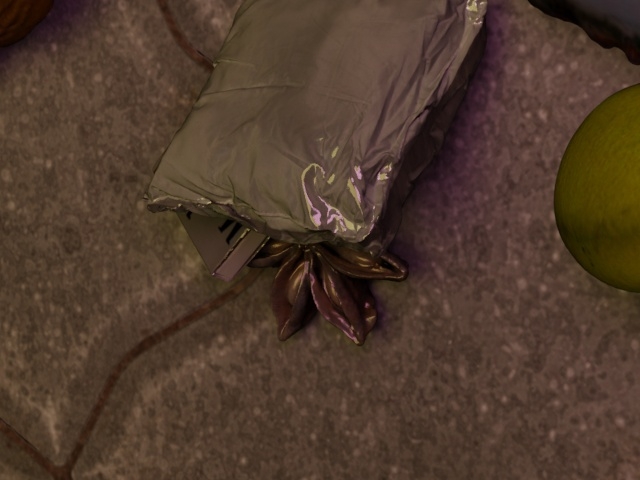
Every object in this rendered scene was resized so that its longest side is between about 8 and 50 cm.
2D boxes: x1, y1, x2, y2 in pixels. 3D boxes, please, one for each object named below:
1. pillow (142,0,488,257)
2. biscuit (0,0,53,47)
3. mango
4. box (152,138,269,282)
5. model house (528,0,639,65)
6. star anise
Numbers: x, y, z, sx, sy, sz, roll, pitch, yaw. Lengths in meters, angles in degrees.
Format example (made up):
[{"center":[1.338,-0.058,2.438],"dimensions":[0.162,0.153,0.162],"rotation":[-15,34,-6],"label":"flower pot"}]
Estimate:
[{"center":[-0.003,-0.133,1.781],"dimensions":[0.283,0.138,0.310],"rotation":[8,60,35],"label":"pillow"},{"center":[-0.372,-0.356,2.019],"dimensions":[0.381,0.074,0.359],"rotation":[-1,93,49],"label":"biscuit"},{"center":[0.288,-0.042,1.604],"dimensions":[0.149,0.273,0.185],"rotation":[35,97,-14],"label":"mango"},{"center":[-0.099,-0.055,1.906],"dimensions":[0.115,0.036,0.177],"rotation":[-50,45,18],"label":"box"},{"center":[0.340,-0.360,1.577],"dimensions":[0.339,0.297,0.360],"rotation":[-42,48,-21],"label":"model house"},{"center":[0.010,0.012,1.870],"dimensions":[0.212,0.073,0.197],"rotation":[-30,75,31],"label":"star anise"}]
